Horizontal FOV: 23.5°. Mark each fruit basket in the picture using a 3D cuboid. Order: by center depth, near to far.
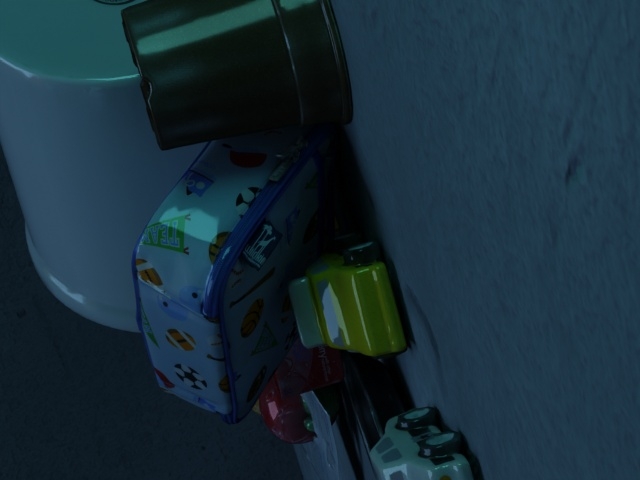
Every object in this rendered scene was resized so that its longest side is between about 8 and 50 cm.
[{"bbox_3d":[-0.044,0.191,2.213,0.353,0.165,0.327,51,162,33],"label":"fruit basket"}]

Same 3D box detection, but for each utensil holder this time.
[{"bbox_3d":[-0.184,-0.139,1.613,0.385,0.327,0.328,84,168,-53],"label":"utensil holder"}]

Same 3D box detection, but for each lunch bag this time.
[{"bbox_3d":[-0.067,0.013,1.451,0.115,0.243,0.303,27,147,16],"label":"lunch bag"}]

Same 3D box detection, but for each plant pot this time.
[{"bbox_3d":[-0.076,-0.157,1.313,0.167,0.165,0.167,164,90,-85],"label":"plant pot"}]

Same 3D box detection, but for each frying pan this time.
[{"bbox_3d":[0.079,0.254,1.545,0.197,0.053,0.326,-120,13,-66],"label":"frying pan"}]

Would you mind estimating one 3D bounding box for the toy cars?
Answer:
[{"bbox_3d":[0.046,0.131,1.332,0.176,0.087,0.394,80,171,-49],"label":"toy cars"}]

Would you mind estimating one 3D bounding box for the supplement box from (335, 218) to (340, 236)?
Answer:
[{"bbox_3d":[0.000,0.000,1.644,0.098,0.036,0.062,80,172,-50],"label":"supplement box"}]

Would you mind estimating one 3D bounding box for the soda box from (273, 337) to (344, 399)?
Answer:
[{"bbox_3d":[-0.041,0.065,1.923,0.083,0.092,0.263,-118,14,-58],"label":"soda box"}]
